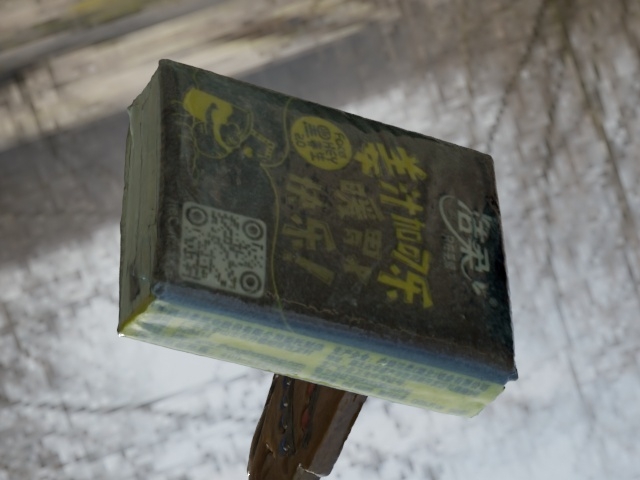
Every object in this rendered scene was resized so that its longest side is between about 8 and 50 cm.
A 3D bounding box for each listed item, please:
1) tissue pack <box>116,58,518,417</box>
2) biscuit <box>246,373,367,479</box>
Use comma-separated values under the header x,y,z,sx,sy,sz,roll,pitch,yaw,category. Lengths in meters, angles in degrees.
x,y,z,sx,sy,sz,roll,pitch,yaw,category
0.000,0.000,1.197,0.257,0.185,0.081,15,142,-23,tissue pack
-0.016,0.169,1.837,0.043,0.278,0.301,19,150,-13,biscuit
